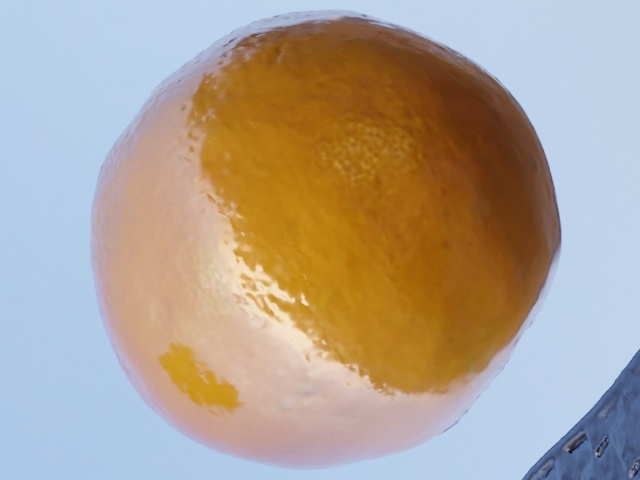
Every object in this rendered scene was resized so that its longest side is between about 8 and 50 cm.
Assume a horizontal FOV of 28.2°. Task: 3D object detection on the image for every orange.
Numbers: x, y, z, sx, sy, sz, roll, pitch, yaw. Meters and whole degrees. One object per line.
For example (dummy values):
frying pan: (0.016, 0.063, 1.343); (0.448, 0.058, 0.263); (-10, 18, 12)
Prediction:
orange: (0.000, 0.000, 0.837); (0.312, 0.312, 0.312); (33, -140, -33)

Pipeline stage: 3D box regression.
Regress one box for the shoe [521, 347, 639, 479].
shoe: (0.101, 0.079, 0.356); (0.049, 0.179, 0.071); (-6, -123, -14)
